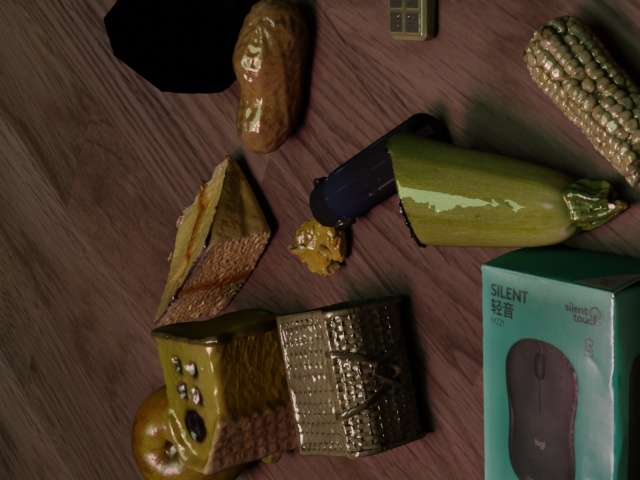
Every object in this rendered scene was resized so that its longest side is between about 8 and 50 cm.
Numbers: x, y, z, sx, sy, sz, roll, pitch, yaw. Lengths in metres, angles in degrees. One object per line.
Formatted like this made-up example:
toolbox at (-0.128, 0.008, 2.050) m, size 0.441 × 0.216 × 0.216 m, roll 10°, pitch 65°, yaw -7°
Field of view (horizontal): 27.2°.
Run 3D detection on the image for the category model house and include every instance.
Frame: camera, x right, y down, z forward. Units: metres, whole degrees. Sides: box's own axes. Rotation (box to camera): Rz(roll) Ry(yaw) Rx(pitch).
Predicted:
model house at (-0.117, 0.227, 1.937) m, size 0.174 × 0.193 × 0.234 m, roll -3°, pitch 97°, yaw 49°

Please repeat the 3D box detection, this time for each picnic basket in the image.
picnic basket at (0.048, 0.179, 1.752) m, size 0.154 × 0.134 × 0.196 m, roll -13°, pitch 87°, yaw 53°

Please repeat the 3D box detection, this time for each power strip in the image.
power strip at (0.111, -0.332, 1.636) m, size 0.076 × 0.028 × 0.169 m, roll 13°, pitch 108°, yaw 53°

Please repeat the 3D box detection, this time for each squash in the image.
squash at (0.206, -0.031, 1.490) m, size 0.287 × 0.137 × 0.137 m, roll 15°, pitch 112°, yaw 27°

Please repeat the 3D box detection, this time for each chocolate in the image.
chocolate at (-0.174, -0.351, 1.959) m, size 0.224 × 0.206 × 0.177 m, roll -37°, pitch 23°, yaw 40°

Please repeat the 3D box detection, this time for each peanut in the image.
peanut at (-0.074, -0.229, 1.845) m, size 0.095 × 0.108 × 0.226 m, roll 27°, pitch 121°, yaw 42°

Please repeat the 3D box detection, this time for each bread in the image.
bread at (-0.195, -0.006, 2.033) m, size 0.178 × 0.135 × 0.240 m, roll 63°, pitch 143°, yaw 22°

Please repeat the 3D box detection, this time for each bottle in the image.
bottle at (0.071, -0.082, 1.710) m, size 0.244 × 0.072 × 0.082 m, roll -30°, pitch 76°, yaw 52°

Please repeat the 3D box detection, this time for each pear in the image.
pear at (-0.201, 0.307, 2.072) m, size 0.200 × 0.200 × 0.200 m, roll 16°, pitch 111°, yaw 51°

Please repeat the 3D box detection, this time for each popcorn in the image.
popcorn at (0.000, 0.000, 1.846) m, size 0.084 × 0.084 × 0.084 m, roll 16°, pitch 111°, yaw 51°

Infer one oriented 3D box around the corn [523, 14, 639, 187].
corn at (0.295, -0.149, 1.384) m, size 0.211 × 0.087 × 0.087 m, roll 54°, pitch 136°, yaw 29°

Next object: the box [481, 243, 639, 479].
box at (0.283, 0.173, 1.445) m, size 0.205 × 0.118 × 0.311 m, roll 12°, pitch 108°, yaw 50°
